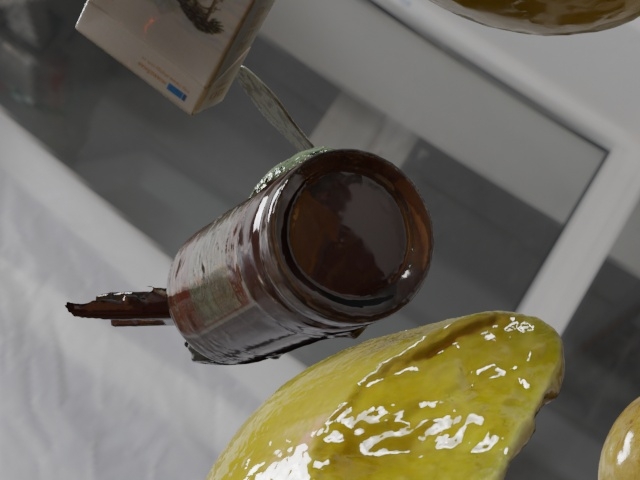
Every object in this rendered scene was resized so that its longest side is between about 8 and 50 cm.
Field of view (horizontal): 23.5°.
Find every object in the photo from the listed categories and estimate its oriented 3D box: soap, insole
[{"bbox_3d":[0.027,0.204,1.521,0.427,0.306,0.115,-23,-60,42],"label":"soap"},{"bbox_3d":[-0.043,-0.145,1.928,0.193,0.006,0.065,49,-19,-9],"label":"insole"}]

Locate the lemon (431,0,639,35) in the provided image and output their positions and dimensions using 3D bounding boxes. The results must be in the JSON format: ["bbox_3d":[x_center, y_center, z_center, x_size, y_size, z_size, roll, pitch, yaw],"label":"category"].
[{"bbox_3d":[0.181,-0.330,1.266,0.348,0.348,0.348,29,-21,12],"label":"lemon"}]

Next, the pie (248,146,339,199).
[{"bbox_3d":[0.000,0.000,1.546,0.187,0.041,0.187,8,-75,31],"label":"pie"}]

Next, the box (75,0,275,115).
[{"bbox_3d":[-0.111,-0.250,1.403,0.149,0.067,0.233,38,-60,11],"label":"box"}]

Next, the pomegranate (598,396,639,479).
[{"bbox_3d":[0.443,0.279,1.759,0.260,0.260,0.260,29,-21,12],"label":"pomegranate"}]

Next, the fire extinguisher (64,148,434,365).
[{"bbox_3d":[-0.044,0.012,0.737,0.106,0.075,0.252,27,-18,-15],"label":"fire extinguisher"}]
